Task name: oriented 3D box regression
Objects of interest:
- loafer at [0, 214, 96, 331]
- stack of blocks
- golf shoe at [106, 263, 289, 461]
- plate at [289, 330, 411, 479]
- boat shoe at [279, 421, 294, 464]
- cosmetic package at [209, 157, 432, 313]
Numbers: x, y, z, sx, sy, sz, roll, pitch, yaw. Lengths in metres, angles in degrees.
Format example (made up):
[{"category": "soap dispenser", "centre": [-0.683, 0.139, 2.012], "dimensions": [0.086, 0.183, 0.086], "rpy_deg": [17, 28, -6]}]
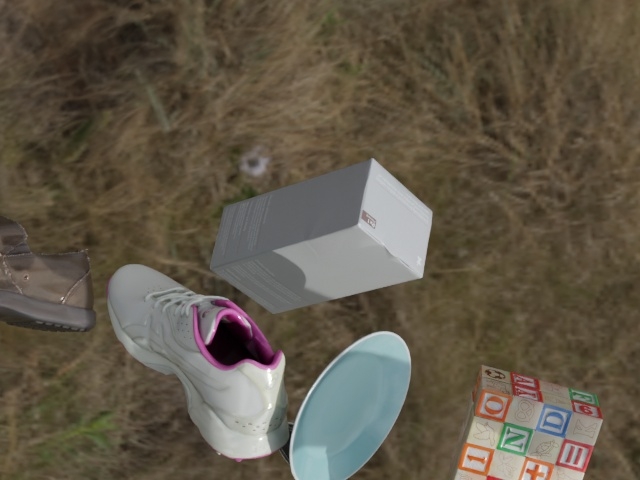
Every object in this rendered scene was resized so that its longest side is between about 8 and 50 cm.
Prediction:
[{"category": "loafer", "centre": [-0.443, 0.029, 1.691], "dimensions": [0.366, 0.134, 0.130], "rpy_deg": [20, 72, -48]}, {"category": "stack of blocks", "centre": [0.270, 0.344, 1.876], "dimensions": [0.171, 0.087, 0.297], "rpy_deg": [14, 108, 1]}, {"category": "golf shoe", "centre": [-0.129, 0.099, 1.444], "dimensions": [0.115, 0.306, 0.140], "rpy_deg": [-20, 136, -36]}, {"category": "plate", "centre": [0.027, 0.177, 1.403], "dimensions": [0.188, 0.024, 0.188], "rpy_deg": [-30, 134, -36]}, {"category": "boat shoe", "centre": [-0.010, 0.260, 1.511], "dimensions": [0.046, 0.038, 0.125], "rpy_deg": [-39, 77, 7]}, {"category": "cosmetic package", "centre": [0.000, 0.000, 1.561], "dimensions": [0.127, 0.238, 0.107], "rpy_deg": [40, 46, -38]}]
